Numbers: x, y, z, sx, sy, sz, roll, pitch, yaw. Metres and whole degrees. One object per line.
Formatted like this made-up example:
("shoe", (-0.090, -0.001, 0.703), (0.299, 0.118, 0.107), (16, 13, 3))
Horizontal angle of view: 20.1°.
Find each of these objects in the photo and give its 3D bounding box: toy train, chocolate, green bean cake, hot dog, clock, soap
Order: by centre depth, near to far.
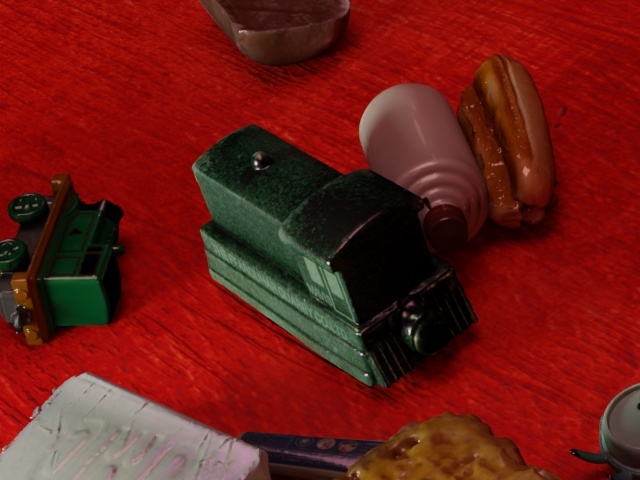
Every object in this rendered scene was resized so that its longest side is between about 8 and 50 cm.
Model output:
("green bean cake", (0.094, 0.253, 1.365), (0.230, 0.131, 0.224), (-34, 37, -20))
("clock", (0.275, 0.158, 1.479), (0.135, 0.041, 0.101), (-34, 38, -18))
("soap", (-0.161, 0.217, 1.566), (0.261, 0.094, 0.150), (19, 50, 41))
("toy train", (0.000, 0.000, 1.703), (0.138, 0.178, 0.330), (-36, 40, -20))
("hot dog", (0.196, -0.102, 1.823), (0.076, 0.102, 0.249), (17, 33, -20))
("toy train", (-0.267, 0.020, 1.884), (0.136, 0.091, 0.227), (1, 38, 11))
("chocolate", (-0.062, -0.280, 2.182), (0.157, 0.080, 0.254), (-14, 35, -16))

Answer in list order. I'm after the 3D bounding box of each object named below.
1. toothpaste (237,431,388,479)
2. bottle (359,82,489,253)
("toothpaste", (-0.005, 0.191, 1.577), (0.197, 0.035, 0.057), (3, 51, 25))
("bottle", (0.105, -0.062, 1.778), (0.104, 0.104, 0.245), (-18, 31, 3))
